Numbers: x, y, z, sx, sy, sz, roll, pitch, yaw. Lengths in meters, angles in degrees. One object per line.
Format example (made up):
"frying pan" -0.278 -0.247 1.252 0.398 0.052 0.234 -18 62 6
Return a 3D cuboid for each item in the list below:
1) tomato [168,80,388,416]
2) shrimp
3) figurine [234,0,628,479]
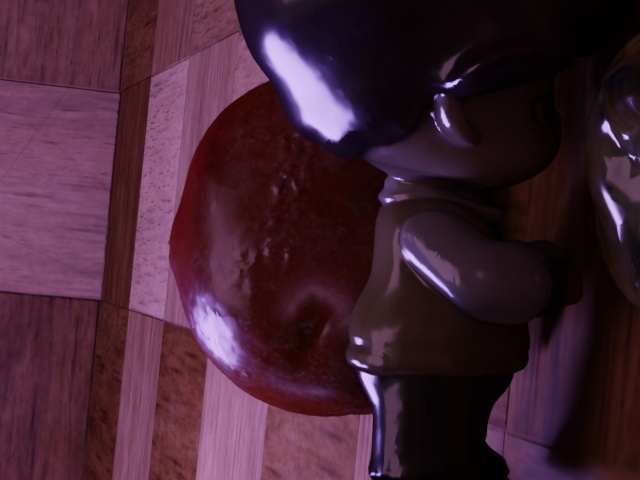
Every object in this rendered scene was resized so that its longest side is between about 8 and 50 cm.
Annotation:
"tomato" -0.001 0.001 1.230 0.232 0.189 0.232 -172 90 -78
"shrimp" 0.162 -0.033 0.837 0.254 0.059 0.145 158 114 -76
"figurine" 0.081 -0.050 1.005 0.218 0.206 0.365 -24 -80 -72
